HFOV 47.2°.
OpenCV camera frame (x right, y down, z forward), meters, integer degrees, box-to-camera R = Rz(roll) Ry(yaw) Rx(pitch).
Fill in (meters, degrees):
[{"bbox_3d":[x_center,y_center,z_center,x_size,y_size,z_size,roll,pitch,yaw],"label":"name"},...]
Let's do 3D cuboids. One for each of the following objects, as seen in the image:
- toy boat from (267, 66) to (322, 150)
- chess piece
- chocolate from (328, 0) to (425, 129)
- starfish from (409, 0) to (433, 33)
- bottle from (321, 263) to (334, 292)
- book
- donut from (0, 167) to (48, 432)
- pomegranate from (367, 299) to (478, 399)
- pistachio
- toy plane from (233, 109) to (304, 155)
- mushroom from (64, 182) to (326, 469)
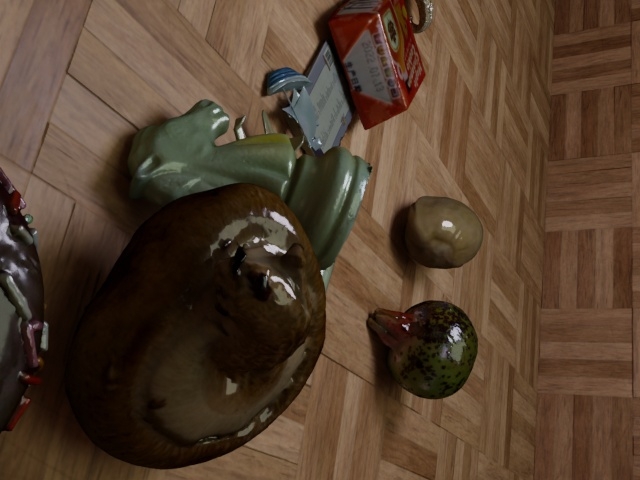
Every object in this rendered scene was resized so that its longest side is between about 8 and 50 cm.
[{"bbox_3d":[-0.030,-0.234,1.243,0.149,0.034,0.105,46,48,-15],"label":"toy boat"},{"bbox_3d":[-0.099,-0.085,0.963,0.298,0.176,0.176,21,62,-13],"label":"chess piece"},{"bbox_3d":[0.122,-0.379,1.481,0.237,0.107,0.235,-61,136,-55],"label":"chocolate"},{"bbox_3d":[0.226,-0.663,1.725,0.312,0.113,0.303,-79,152,-42],"label":"starfish"},{"bbox_3d":[0.000,0.000,1.279,0.072,0.072,0.202,53,43,-45],"label":"bottle"},{"bbox_3d":[0.006,-0.249,1.369,0.157,0.026,0.231,58,39,-36],"label":"book"},{"bbox_3d":[-0.344,0.047,0.600,0.259,0.136,0.345,-31,116,-55],"label":"donut"},{"bbox_3d":[0.205,0.212,1.541,0.247,0.214,0.214,29,53,-13],"label":"pomegranate"},{"bbox_3d":[0.285,-0.019,1.707,0.293,0.162,0.182,-7,63,-59],"label":"pistachio"},{"bbox_3d":[-0.078,-0.067,1.115,0.242,0.104,0.256,53,43,-48],"label":"toy plane"},{"bbox_3d":[-0.117,0.115,0.823,0.345,0.259,0.346,-20,123,-35],"label":"mushroom"}]
